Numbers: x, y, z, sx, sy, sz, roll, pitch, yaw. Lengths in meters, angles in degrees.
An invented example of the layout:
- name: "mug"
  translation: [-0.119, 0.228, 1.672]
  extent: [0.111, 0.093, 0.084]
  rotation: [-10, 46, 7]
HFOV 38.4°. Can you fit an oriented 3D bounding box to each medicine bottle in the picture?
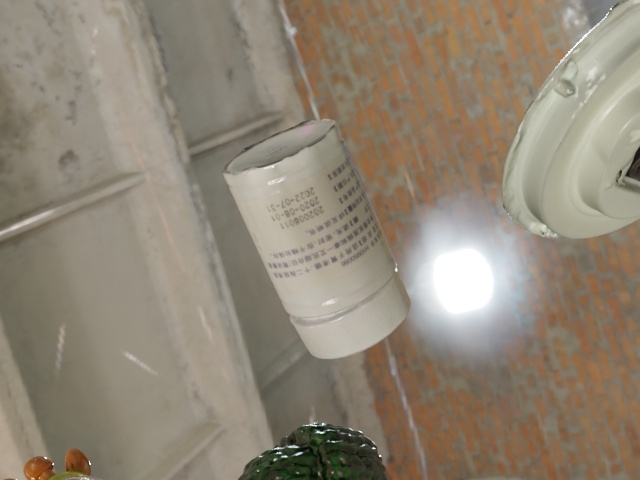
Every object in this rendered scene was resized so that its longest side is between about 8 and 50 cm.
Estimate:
- name: "medicine bottle"
  translation: [0.000, 0.000, 1.417]
  extent: [0.190, 0.190, 0.332]
  rotation: [-49, -59, -53]

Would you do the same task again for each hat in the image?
- name: "hat"
  translation: [-0.057, 0.415, 1.418]
  extent: [0.332, 0.242, 0.274]
  rotation: [12, -137, -33]

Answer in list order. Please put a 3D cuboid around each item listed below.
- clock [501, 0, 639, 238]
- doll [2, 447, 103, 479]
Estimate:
- name: "clock"
  translation: [0.239, -0.081, 0.658]
  extent: [0.236, 0.236, 0.053]
  rotation: [21, -152, -52]
- name: "doll"
  translation: [-0.274, 0.319, 1.031]
  extent: [0.143, 0.221, 0.135]
  rotation: [-36, -36, -38]
